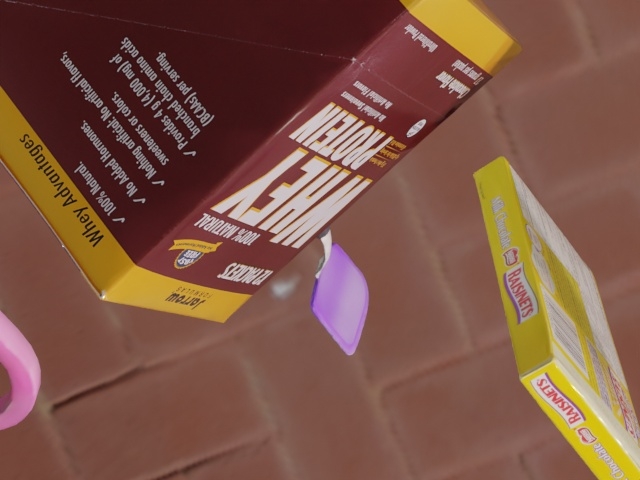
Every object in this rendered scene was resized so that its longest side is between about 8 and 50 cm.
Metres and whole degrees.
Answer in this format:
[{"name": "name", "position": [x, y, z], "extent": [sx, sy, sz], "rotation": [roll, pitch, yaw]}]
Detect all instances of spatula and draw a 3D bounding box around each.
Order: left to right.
[{"name": "spatula", "position": [0.000, 0.000, 1.705], "extent": [0.030, 0.296, 0.084], "rotation": [8, 59, 18]}]

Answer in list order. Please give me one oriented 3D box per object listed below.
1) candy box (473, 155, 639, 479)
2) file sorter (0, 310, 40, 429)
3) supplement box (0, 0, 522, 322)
[{"name": "candy box", "position": [0.131, 0.044, 1.018], "extent": [0.027, 0.206, 0.105], "rotation": [-30, 118, 15]}, {"name": "file sorter", "position": [-0.197, 0.103, 0.335], "extent": [0.182, 0.290, 0.202], "rotation": [-10, 139, 28]}, {"name": "supplement box", "position": [-0.054, -0.100, 0.829], "extent": [0.194, 0.129, 0.191], "rotation": [-42, 71, 11]}]
